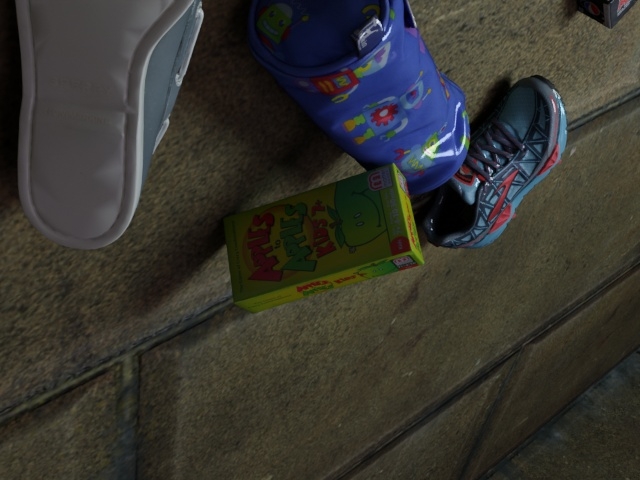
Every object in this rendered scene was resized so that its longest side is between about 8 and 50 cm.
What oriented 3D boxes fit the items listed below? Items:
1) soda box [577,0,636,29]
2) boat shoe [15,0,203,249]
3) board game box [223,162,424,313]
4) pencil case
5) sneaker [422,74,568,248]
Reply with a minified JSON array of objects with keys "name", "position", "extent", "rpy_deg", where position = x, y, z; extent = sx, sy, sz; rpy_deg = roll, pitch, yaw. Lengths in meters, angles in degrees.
[{"name":"soda box","position":[0.394,-0.348,1.090],"extent":[0.169,0.053,0.060],"rpy_deg":[-47,151,-1]},{"name":"boat shoe","position":[-0.139,-0.152,0.594],"extent":[0.099,0.116,0.320],"rpy_deg":[-88,-166,-63]},{"name":"board game box","position":[0.000,0.000,0.845],"extent":[0.181,0.092,0.043],"rpy_deg":[-17,157,16]},{"name":"pencil case","position":[0.052,-0.144,0.800],"extent":[0.133,0.119,0.306],"rpy_deg":[-29,155,13]},{"name":"sneaker","position":[0.217,-0.087,1.116],"extent":[0.125,0.104,0.262],"rpy_deg":[-11,134,-45]}]
